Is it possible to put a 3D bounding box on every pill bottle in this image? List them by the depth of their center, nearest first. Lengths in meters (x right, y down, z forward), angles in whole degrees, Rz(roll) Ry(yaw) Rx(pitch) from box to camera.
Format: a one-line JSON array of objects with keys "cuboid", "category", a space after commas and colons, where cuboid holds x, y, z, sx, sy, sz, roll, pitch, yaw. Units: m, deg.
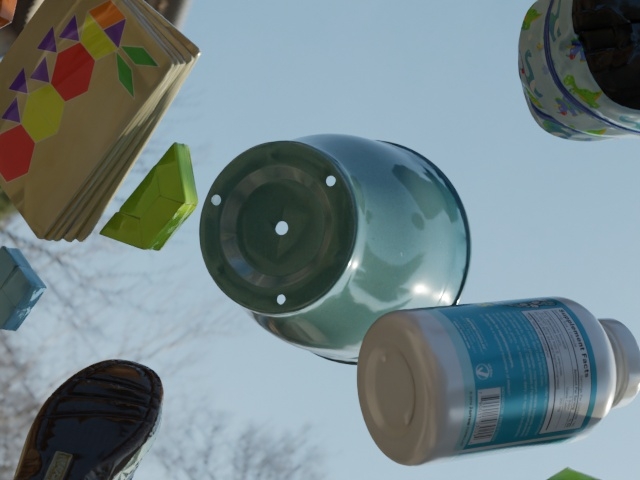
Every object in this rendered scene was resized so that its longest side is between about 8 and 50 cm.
[{"cuboid": [0.178, 0.130, 1.258, 0.146, 0.264, 0.146, 9, -80, 61], "category": "pill bottle"}]

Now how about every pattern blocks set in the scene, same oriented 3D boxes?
[{"cuboid": [-0.177, -0.106, 0.954, 0.026, 0.325, 0.285, 12, 41, -56], "category": "pattern blocks set"}]

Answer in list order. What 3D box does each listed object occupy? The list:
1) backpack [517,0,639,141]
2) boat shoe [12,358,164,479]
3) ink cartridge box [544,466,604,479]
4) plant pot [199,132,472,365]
[{"cuboid": [0.439, -0.252, 1.748, 0.273, 0.356, 0.290, -13, -93, 51], "category": "backpack"}, {"cuboid": [-0.200, 0.197, 1.045, 0.095, 0.257, 0.095, 20, -56, 7], "category": "boat shoe"}, {"cuboid": [0.284, 0.321, 1.316, 0.097, 0.255, 0.188, 16, -63, 44], "category": "ink cartridge box"}, {"cuboid": [0.000, 0.000, 1.456, 0.272, 0.271, 0.255, 41, 11, 23], "category": "plant pot"}]
